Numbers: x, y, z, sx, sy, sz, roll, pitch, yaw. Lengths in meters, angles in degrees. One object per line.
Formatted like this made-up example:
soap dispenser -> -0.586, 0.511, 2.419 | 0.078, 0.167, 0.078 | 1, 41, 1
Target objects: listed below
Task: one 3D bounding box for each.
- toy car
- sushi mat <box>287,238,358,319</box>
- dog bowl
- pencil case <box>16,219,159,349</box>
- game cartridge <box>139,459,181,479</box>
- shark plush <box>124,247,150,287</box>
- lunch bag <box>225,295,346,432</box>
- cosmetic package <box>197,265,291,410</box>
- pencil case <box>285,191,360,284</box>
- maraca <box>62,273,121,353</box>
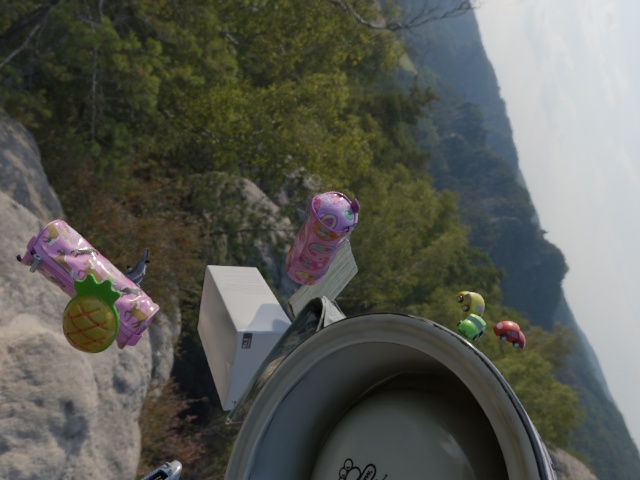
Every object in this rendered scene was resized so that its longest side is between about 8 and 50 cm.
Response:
toy car -> 0.458, 0.227, 1.443 | 0.239, 0.053, 0.225 | 41, 28, 28
sushi mat -> 0.015, 0.149, 1.665 | 0.316, 0.019, 0.151 | -47, 134, -31
dog bowl -> 0.074, 0.295, 0.571 | 0.150, 0.408, 0.408 | 34, 38, -39
pencil case -> -0.623, 0.123, 1.402 | 0.386, 0.160, 0.167 | 45, 49, -13
game cartridge -> -0.469, 0.693, 1.256 | 0.297, 0.062, 0.198 | -14, 121, -63
shark plush -> -0.583, 0.101, 1.607 | 0.073, 0.161, 0.067 | 38, -1, 43
lunch bag -> 0.018, 0.270, 0.920 | 0.235, 0.169, 0.287 | 47, 53, -21
cosmetic package -> -0.205, 0.234, 1.334 | 0.385, 0.156, 0.217 | 45, -53, 57
pencil case -> 0.000, 0.000, 1.242 | 0.284, 0.124, 0.124 | 119, -31, -53
maraca -> -0.510, 0.166, 1.145 | 0.099, 0.127, 0.186 | -96, -158, -77
